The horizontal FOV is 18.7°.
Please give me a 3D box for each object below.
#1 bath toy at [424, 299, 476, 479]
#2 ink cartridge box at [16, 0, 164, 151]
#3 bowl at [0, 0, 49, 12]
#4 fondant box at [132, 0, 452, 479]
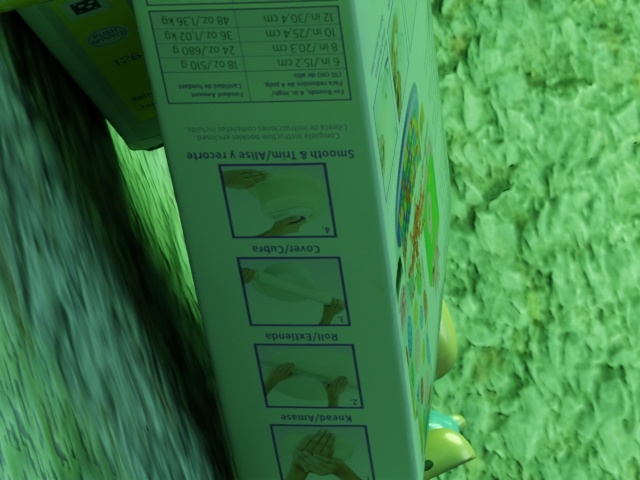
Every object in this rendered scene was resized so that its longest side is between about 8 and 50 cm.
[{"bbox_3d":[0.000,0.000,1.315,0.129,0.151,0.348,-19,90,-43],"label":"bath toy"},{"bbox_3d":[-0.140,-0.226,0.867,0.307,0.072,0.303,66,6,-72],"label":"ink cartridge box"},{"bbox_3d":[-0.049,-0.196,0.531,0.289,0.156,0.289,4,90,-89],"label":"bowl"},{"bbox_3d":[-0.002,-0.069,0.921,0.238,0.096,0.330,-80,164,-49],"label":"fondant box"}]
